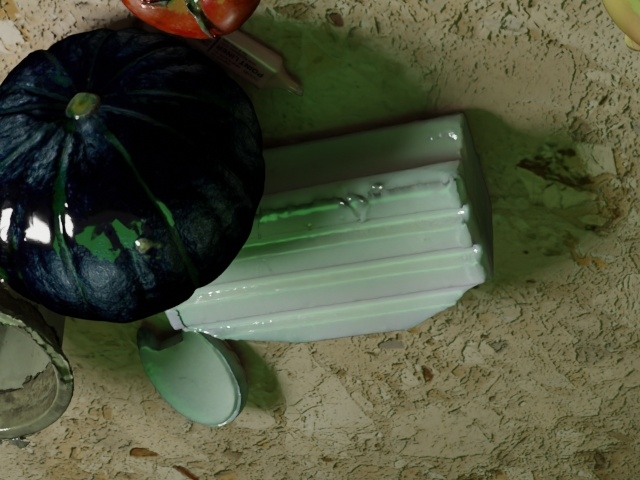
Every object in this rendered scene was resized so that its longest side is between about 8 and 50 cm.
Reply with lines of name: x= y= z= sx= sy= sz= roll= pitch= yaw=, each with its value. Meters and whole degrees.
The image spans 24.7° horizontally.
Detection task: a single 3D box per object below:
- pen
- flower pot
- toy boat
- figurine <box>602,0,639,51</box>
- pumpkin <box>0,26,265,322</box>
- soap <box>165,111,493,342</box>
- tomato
pen: x=-0.101 y=-0.230 z=1.799 sx=0.197 sy=0.032 sz=0.053 roll=29 pitch=130 yaw=-21
flower pot: x=-0.456 y=0.098 z=1.996 sx=0.290 sy=0.259 sz=0.290 roll=3 pitch=135 yaw=3
toy boat: x=-0.186 y=0.190 z=2.211 sx=0.134 sy=0.079 sz=0.208 roll=-26 pitch=117 yaw=18
figurine: x=0.469 y=-0.273 z=1.650 sx=0.324 sy=0.124 sz=0.222 roll=21 pitch=133 yaw=-11
pumpkin: x=-0.247 y=-0.080 z=1.738 sx=0.363 sy=0.363 sz=0.266 roll=-8 pitch=147 yaw=12
soap: x=0.000 y=0.000 z=1.934 sx=0.446 sy=0.156 sz=0.261 roll=-11 pitch=134 yaw=14
tomato: x=-0.139 y=-0.316 z=1.630 sx=0.187 sy=0.151 sz=0.187 roll=7 pitch=128 yaw=9
